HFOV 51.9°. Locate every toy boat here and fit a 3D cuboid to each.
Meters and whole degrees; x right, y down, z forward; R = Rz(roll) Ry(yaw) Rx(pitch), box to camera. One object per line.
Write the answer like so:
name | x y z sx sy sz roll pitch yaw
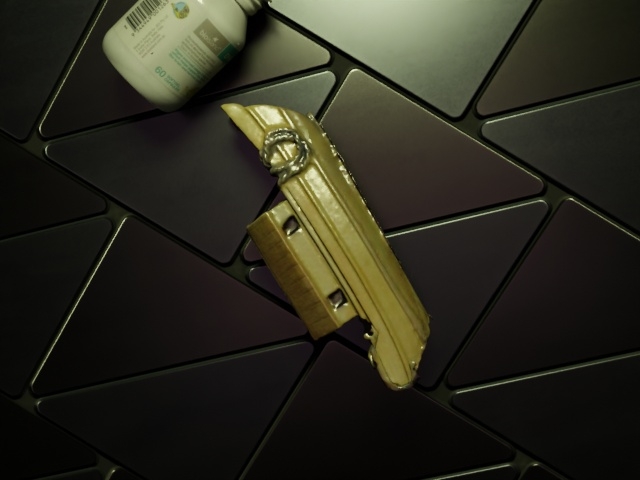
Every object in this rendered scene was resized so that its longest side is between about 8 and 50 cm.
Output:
toy boat | 0.000 0.000 0.907 0.162 0.136 0.446 -30 89 2

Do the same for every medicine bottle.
medicine bottle | -0.170 -0.287 0.875 0.215 0.135 0.135 -41 92 7
